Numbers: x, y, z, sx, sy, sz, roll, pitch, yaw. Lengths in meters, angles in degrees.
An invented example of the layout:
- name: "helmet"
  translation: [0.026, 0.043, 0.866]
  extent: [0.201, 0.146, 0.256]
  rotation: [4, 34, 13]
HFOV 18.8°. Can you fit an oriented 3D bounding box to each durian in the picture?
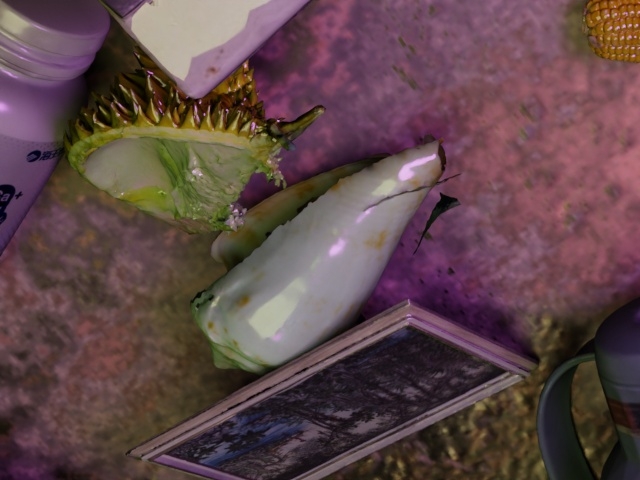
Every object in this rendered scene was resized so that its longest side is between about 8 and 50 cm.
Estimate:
- name: "durian"
  translation: [-0.062, -0.054, 0.952]
  extent: [0.100, 0.086, 0.215]
  rotation: [41, 159, -5]

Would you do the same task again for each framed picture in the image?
- name: "framed picture"
  translation: [0.009, 0.091, 1.027]
  extent: [0.183, 0.142, 0.011]
  rotation: [-29, 60, 23]

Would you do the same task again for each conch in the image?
- name: "conch"
  translation: [0.000, 0.000, 1.004]
  extent: [0.170, 0.106, 0.079]
  rotation: [-44, 131, 11]

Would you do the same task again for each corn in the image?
- name: "corn"
  translation: [0.173, -0.104, 0.940]
  extent: [0.092, 0.037, 0.037]
  rotation: [-1, 114, 10]

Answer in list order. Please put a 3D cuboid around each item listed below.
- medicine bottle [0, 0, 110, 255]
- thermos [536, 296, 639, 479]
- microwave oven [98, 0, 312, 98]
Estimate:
- name: "medicine bottle"
  translation: [-0.188, -0.057, 1.005]
  extent: [0.107, 0.107, 0.191]
  rotation: [34, 117, -4]
- name: "thermos"
  translation: [0.207, 0.160, 1.004]
  extent: [0.182, 0.145, 0.286]
  rotation: [0, 117, 51]
- name: "microwave oven"
  translation: [-0.079, -0.290, 0.729]
  extent: [0.247, 0.333, 0.394]
  rotation: [-41, 97, 10]
